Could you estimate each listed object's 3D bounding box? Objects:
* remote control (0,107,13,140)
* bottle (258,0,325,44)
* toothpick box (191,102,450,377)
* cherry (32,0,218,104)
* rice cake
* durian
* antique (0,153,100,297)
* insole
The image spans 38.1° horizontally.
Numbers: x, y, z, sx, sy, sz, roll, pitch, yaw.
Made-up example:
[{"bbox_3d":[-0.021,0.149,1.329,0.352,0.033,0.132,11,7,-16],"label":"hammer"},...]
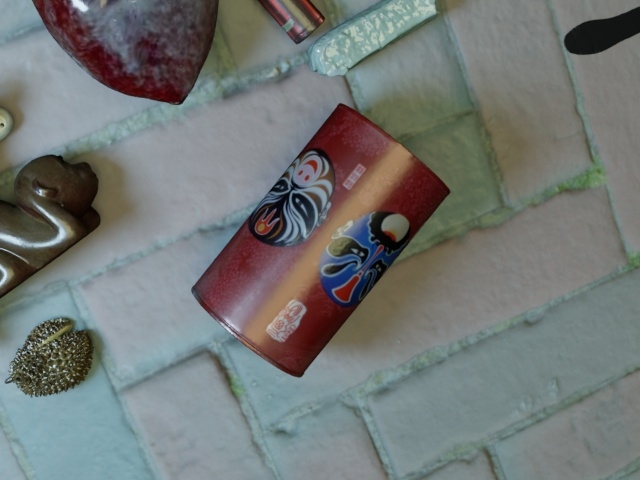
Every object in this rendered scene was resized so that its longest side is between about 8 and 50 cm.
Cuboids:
[{"bbox_3d":[-0.473,-0.134,1.260,0.074,0.032,0.122,32,94,-14],"label":"remote control"},{"bbox_3d":[-0.066,-0.353,1.286,0.060,0.060,0.164,-44,106,0],"label":"bottle"},{"bbox_3d":[0.000,0.000,1.295,0.204,0.204,0.333,38,93,-16],"label":"toothpick box"},{"bbox_3d":[-0.242,-0.311,1.184,0.230,0.203,0.300,-26,113,-13],"label":"cherry"},{"bbox_3d":[0.076,-0.299,1.320,0.206,0.069,0.063,-32,105,-2],"label":"rice cake"},{"bbox_3d":[-0.393,0.179,1.321,0.140,0.071,0.110,-29,105,1],"label":"durian"},{"bbox_3d":[-0.414,-0.019,1.255,0.257,0.121,0.143,-33,96,4],"label":"antique"},{"bbox_3d":[0.443,-0.322,1.423,0.153,0.002,0.053,-23,105,-6],"label":"insole"}]
